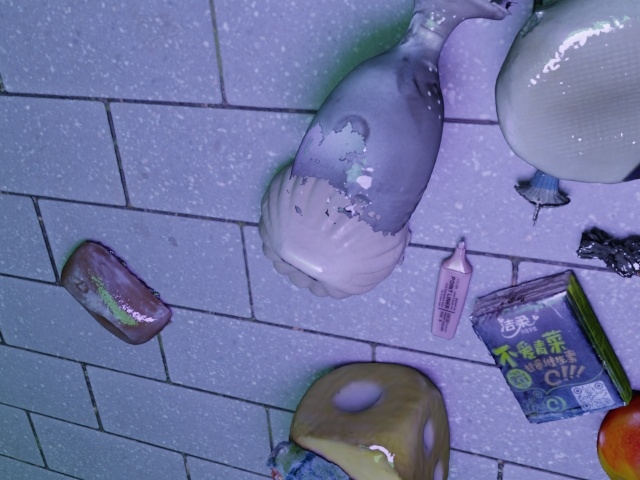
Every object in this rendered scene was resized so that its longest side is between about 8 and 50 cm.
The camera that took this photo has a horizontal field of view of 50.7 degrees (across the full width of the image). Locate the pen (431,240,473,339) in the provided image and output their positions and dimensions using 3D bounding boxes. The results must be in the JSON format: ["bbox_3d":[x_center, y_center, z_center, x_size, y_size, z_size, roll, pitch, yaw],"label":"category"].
[{"bbox_3d":[0.221,0.083,1.133,0.053,0.032,0.197,15,124,17],"label":"pen"}]

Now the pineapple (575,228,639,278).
[{"bbox_3d":[0.454,0.026,0.974,0.159,0.074,0.074,18,124,20],"label":"pineapple"}]

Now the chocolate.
[{"bbox_3d":[-0.449,0.126,1.435,0.261,0.083,0.161,42,128,-3],"label":"chocolate"}]

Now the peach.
[{"bbox_3d":[0.546,0.322,1.069,0.190,0.192,0.190,44,162,18],"label":"peach"}]

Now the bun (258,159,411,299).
[{"bbox_3d":[0.000,0.000,1.102,0.263,0.175,0.263,12,121,20],"label":"bun"}]

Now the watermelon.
[{"bbox_3d":[-0.019,0.435,1.150,0.187,0.071,0.139,32,133,8],"label":"watermelon"}]

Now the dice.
[{"bbox_3d":[0.095,0.377,1.236,0.238,0.227,0.233,-1,116,27],"label":"dice"}]

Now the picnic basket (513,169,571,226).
[{"bbox_3d":[0.321,-0.061,0.987,0.083,0.065,0.083,17,107,10],"label":"picnic basket"}]

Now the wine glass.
[{"bbox_3d":[0.097,-0.180,0.903,0.190,0.190,0.357,29,105,7],"label":"wine glass"}]

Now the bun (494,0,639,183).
[{"bbox_3d":[0.354,-0.208,0.830,0.283,0.179,0.283,7,138,6],"label":"bun"}]

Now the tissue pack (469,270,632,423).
[{"bbox_3d":[0.371,0.180,1.093,0.173,0.073,0.236,-24,105,33],"label":"tissue pack"}]
